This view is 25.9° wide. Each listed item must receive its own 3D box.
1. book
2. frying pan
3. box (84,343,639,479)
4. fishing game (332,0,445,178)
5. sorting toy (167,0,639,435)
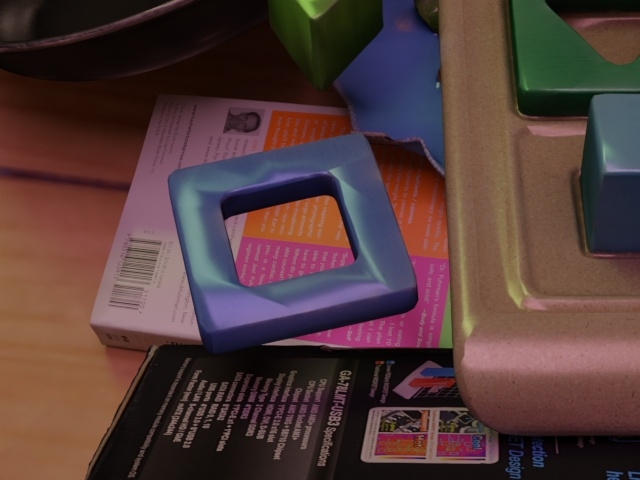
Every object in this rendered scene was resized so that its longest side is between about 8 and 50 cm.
[{"bbox_3d":[0.000,0.000,0.492,0.144,0.035,0.096,8,64,12],"label":"book"},{"bbox_3d":[-0.060,-0.162,0.581,0.197,0.053,0.326,-16,36,12],"label":"frying pan"},{"bbox_3d":[0.076,0.109,0.300,0.293,0.073,0.295,0,20,6],"label":"box"},{"bbox_3d":[0.089,-0.085,0.492,0.264,0.041,0.189,30,59,34],"label":"fishing game"},{"bbox_3d":[0.128,-0.039,0.398,0.347,0.047,0.196,-1,51,3],"label":"sorting toy"}]
